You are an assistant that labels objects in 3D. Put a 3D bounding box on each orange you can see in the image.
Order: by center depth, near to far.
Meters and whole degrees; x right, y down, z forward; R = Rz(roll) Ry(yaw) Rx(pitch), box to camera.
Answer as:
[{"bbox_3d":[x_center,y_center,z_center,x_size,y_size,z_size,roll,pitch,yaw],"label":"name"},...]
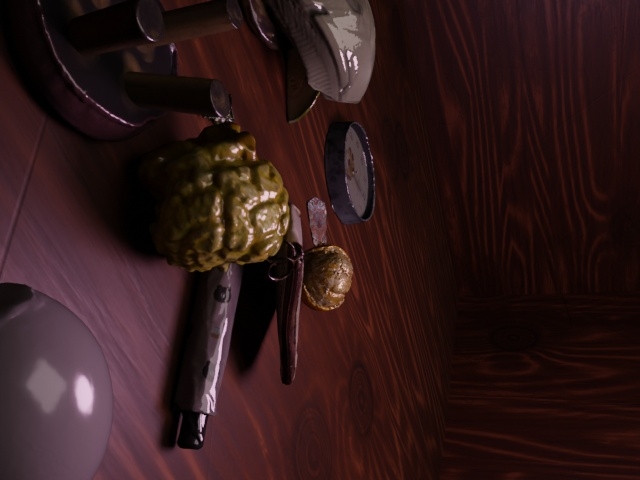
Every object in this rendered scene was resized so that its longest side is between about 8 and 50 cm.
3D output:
[{"bbox_3d":[0.002,0.084,1.356,0.134,0.156,0.156,17,63,-23],"label":"orange"}]

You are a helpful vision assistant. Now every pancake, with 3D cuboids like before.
[{"bbox_3d":[-0.113,-0.560,1.297,0.294,0.049,0.294,-7,90,-67],"label":"pancake"}]

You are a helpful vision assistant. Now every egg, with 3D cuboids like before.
[{"bbox_3d":[-0.284,0.158,0.551,0.176,0.176,0.232,-57,140,-57],"label":"egg"}]

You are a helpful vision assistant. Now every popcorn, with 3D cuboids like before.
[{"bbox_3d":[-0.158,-0.075,0.902,0.237,0.206,0.251,14,61,-53],"label":"popcorn"}]

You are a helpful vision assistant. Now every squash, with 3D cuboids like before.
[{"bbox_3d":[-0.032,-0.451,1.408,0.203,0.111,0.288,64,32,-42],"label":"squash"}]

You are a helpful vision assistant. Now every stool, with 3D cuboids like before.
[{"bbox_3d":[-0.233,-0.272,0.755,0.272,0.178,0.272,-6,90,-69],"label":"stool"}]

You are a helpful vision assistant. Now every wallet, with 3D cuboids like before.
[{"bbox_3d":[-0.068,0.083,1.129,0.275,0.068,0.335,-94,-174,-59],"label":"wallet"}]

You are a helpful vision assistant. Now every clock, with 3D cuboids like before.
[{"bbox_3d":[0.093,-0.200,1.748,0.312,0.061,0.312,-5,90,-68],"label":"clock"}]

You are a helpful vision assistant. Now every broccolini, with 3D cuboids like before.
[{"bbox_3d":[-0.166,-0.191,1.134,0.057,0.071,0.254,50,-11,36],"label":"broccolini"}]

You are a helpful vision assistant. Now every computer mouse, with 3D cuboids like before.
[{"bbox_3d":[0.016,-0.498,1.273,0.429,0.145,0.228,59,45,-24],"label":"computer mouse"}]

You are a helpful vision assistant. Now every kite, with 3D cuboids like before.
[{"bbox_3d":[0.003,0.000,1.544,0.127,0.016,0.229,-19,104,-65],"label":"kite"}]

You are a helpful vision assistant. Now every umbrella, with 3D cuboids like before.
[{"bbox_3d":[-0.182,0.165,0.967,0.073,0.067,0.337,38,52,-48],"label":"umbrella"}]
